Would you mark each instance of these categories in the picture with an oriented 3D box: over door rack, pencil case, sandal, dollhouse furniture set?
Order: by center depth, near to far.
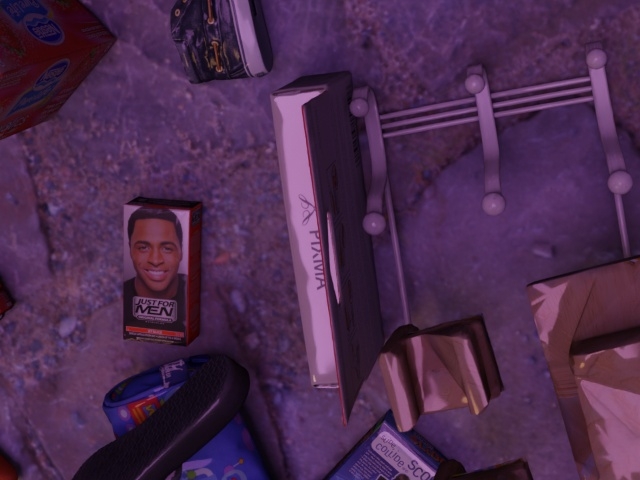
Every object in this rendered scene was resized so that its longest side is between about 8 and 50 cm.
[{"bbox_3d":[0.292,0.206,1.114,0.362,0.256,0.394,-15,95,14],"label":"dollhouse furniture set"},{"bbox_3d":[0.170,0.000,1.155,0.239,0.108,0.324,-9,102,15],"label":"over door rack"},{"bbox_3d":[-0.152,0.208,1.161,0.254,0.097,0.054,-40,119,20],"label":"sandal"},{"bbox_3d":[-0.100,0.255,1.268,0.133,0.119,0.306,-25,97,1],"label":"pencil case"}]

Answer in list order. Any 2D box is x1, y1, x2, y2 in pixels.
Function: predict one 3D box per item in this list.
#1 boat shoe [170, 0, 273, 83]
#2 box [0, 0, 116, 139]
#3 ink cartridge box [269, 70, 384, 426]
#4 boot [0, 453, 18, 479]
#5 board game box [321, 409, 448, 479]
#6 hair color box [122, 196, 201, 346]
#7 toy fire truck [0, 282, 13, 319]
[{"bbox_3d":[-0.105,-0.237,1.176,0.083,0.065,0.183,-9,102,12],"label":"boat shoe"},{"bbox_3d":[-0.306,-0.169,1.134,0.128,0.257,0.122,45,110,-1],"label":"box"},{"bbox_3d":[0.000,0.000,1.121,0.060,0.239,0.275,-5,102,13],"label":"ink cartridge box"},{"bbox_3d":[-0.375,0.206,1.347,0.158,0.059,0.084,39,103,2],"label":"boot"},{"bbox_3d":[0.100,0.286,1.276,0.201,0.035,0.136,42,108,0],"label":"board game box"},{"bbox_3d":[-0.158,0.031,1.264,0.072,0.043,0.141,5,104,12],"label":"hair color box"},{"bbox_3d":[-0.432,0.062,1.315,0.192,0.047,0.135,-30,93,6],"label":"toy fire truck"}]
